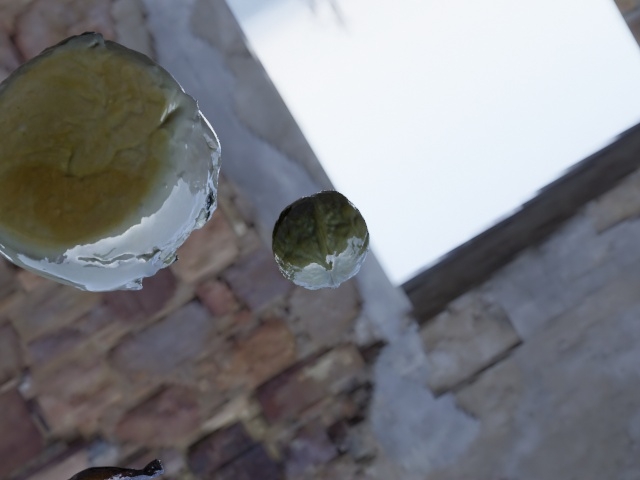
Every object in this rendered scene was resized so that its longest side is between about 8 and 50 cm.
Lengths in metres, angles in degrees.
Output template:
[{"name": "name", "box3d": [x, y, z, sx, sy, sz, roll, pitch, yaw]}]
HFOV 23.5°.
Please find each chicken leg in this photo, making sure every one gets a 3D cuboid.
[{"name": "chicken leg", "box3d": [-0.206, 0.229, 1.374, 0.145, 0.062, 0.037, -35, -132, 27]}]

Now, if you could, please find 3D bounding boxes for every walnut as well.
[{"name": "walnut", "box3d": [0.000, 0.000, 1.309, 0.092, 0.092, 0.092, -30, -172, 4]}]

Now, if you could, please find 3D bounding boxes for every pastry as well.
[{"name": "pastry", "box3d": [-0.225, -0.074, 1.529, 0.264, 0.265, 0.133, -31, 159, 1]}]
